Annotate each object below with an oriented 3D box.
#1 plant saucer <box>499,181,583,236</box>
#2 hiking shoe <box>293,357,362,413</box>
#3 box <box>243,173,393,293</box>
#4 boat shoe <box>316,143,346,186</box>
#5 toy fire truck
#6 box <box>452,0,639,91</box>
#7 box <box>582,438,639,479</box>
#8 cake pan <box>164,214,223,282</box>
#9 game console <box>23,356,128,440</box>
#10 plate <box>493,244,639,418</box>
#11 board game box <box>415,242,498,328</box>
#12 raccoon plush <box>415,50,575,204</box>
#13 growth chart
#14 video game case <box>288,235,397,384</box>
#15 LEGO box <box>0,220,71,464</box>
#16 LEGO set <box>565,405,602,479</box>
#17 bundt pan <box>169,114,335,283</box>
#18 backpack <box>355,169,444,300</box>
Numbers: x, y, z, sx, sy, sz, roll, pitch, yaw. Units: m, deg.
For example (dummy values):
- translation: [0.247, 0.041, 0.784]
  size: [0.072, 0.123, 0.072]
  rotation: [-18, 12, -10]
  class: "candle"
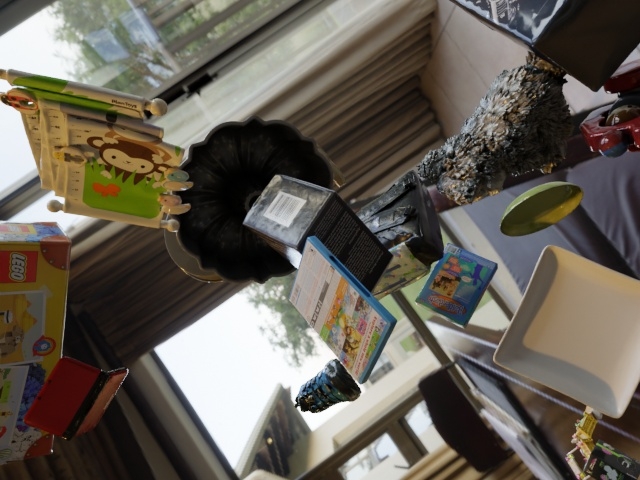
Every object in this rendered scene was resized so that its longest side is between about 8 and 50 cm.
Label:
- translation: [0.623, -0.094, 1.389]
  size: [0.241, 0.241, 0.037]
  rotation: [61, -170, -59]
  class: "plant saucer"
- translation: [0.012, 0.383, 1.210]
  size: [0.113, 0.132, 0.304]
  rotation: [50, 160, 13]
  class: "hiking shoe"
- translation: [0.000, 0.000, 0.820]
  size: [0.153, 0.108, 0.207]
  rotation: [24, 166, 45]
  class: "box"
- translation: [0.007, -0.197, 1.331]
  size: [0.170, 0.059, 0.063]
  rotation: [44, 180, -40]
  class: "boat shoe"
- translation: [0.634, -0.240, 0.897]
  size: [0.302, 0.254, 0.169]
  rotation: [-8, 114, 51]
  class: "toy fire truck"
- translation: [0.404, -0.471, 0.749]
  size: [0.179, 0.343, 0.312]
  rotation: [15, -148, -33]
  class: "box"
- translation: [0.576, 0.448, 0.956]
  size: [0.083, 0.062, 0.052]
  rotation: [26, 119, 37]
  class: "box"
- translation: [-0.321, -0.026, 1.386]
  size: [0.293, 0.293, 0.054]
  rotation: [54, -169, 11]
  class: "cake pan"
- translation: [-0.466, 0.297, 0.936]
  size: [0.085, 0.144, 0.124]
  rotation: [31, 178, 9]
  class: "game console"
- translation: [0.540, 0.184, 1.009]
  size: [0.277, 0.278, 0.045]
  rotation: [24, -176, 8]
  class: "plate"
- translation: [0.400, 0.131, 1.429]
  size: [0.160, 0.210, 0.047]
  rotation: [27, 167, 29]
  class: "board game box"
- translation: [0.361, -0.285, 1.042]
  size: [0.216, 0.299, 0.446]
  rotation: [34, 140, 53]
  class: "raccoon plush"
- translation: [-0.220, -0.079, 0.502]
  size: [0.237, 0.172, 0.021]
  rotation: [116, 156, -58]
  class: "growth chart"
- translation: [0.021, 0.089, 0.633]
  size: [0.166, 0.015, 0.119]
  rotation: [46, 134, 33]
  class: "video game case"
- translation: [-0.750, 0.213, 0.996]
  size: [0.372, 0.500, 0.193]
  rotation: [1, -164, -38]
  class: "LEGO box"
- translation: [0.859, 0.665, 1.566]
  size: [0.132, 0.107, 0.287]
  rotation: [19, -144, -6]
  class: "LEGO set"
- translation: [-0.139, -0.086, 0.977]
  size: [0.331, 0.331, 0.124]
  rotation: [57, 172, -26]
  class: "bundt pan"
- translation: [0.160, 0.022, 1.343]
  size: [0.273, 0.355, 0.290]
  rotation: [48, -151, -36]
  class: "backpack"
